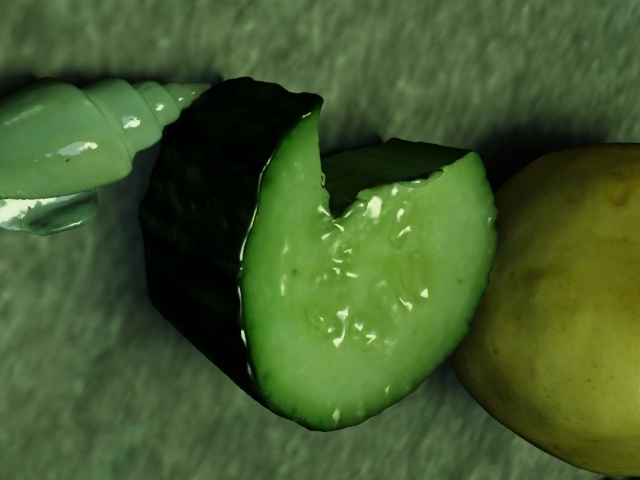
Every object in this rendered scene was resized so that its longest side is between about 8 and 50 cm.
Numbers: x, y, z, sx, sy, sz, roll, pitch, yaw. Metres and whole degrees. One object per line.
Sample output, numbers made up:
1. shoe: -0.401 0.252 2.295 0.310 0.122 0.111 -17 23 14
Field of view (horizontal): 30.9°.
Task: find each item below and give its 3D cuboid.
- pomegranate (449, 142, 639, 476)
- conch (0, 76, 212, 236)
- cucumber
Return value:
1. pomegranate: 0.195 0.040 0.746 0.233 0.233 0.233 -12 115 -27
2. conch: -0.139 -0.048 0.605 0.180 0.088 0.065 -21 76 -15
3. cucumber: 0.000 0.010 0.661 0.191 0.130 0.191 -12 115 -27
